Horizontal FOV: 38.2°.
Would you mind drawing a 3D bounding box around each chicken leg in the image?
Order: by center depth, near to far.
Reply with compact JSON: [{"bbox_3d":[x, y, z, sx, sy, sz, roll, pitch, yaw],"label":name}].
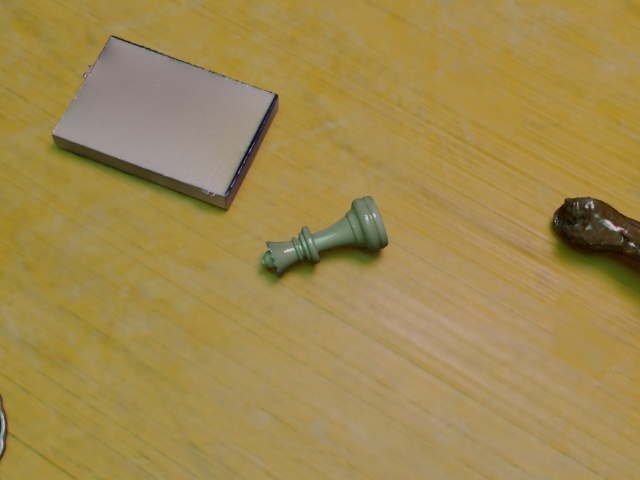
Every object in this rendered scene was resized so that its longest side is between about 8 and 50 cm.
[{"bbox_3d":[0.260,0.014,0.660,0.197,0.085,0.069,20,91,22],"label":"chicken leg"}]

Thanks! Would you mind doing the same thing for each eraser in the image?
[{"bbox_3d":[-0.121,-0.094,0.725,0.150,0.023,0.104,20,67,8],"label":"eraser"}]

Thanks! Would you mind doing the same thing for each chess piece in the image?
[{"bbox_3d":[0.000,0.000,0.679,0.093,0.042,0.042,-18,67,-3],"label":"chess piece"}]

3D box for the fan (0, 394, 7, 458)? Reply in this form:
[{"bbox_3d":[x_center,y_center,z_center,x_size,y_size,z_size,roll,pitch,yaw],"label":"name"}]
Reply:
[{"bbox_3d":[-0.323,0.142,0.623,0.219,0.009,0.132,-9,66,-5],"label":"fan"}]
